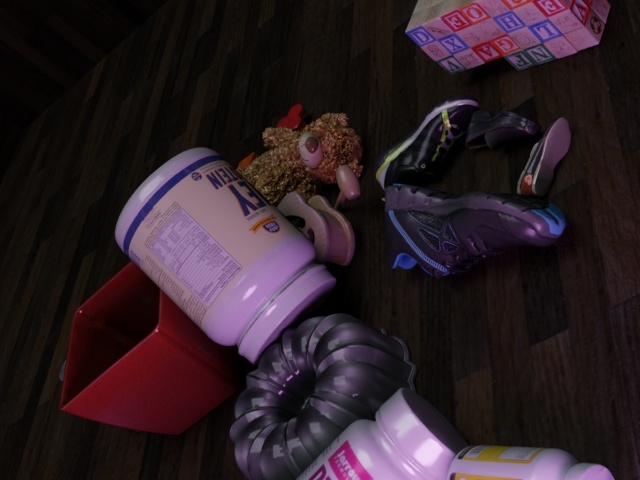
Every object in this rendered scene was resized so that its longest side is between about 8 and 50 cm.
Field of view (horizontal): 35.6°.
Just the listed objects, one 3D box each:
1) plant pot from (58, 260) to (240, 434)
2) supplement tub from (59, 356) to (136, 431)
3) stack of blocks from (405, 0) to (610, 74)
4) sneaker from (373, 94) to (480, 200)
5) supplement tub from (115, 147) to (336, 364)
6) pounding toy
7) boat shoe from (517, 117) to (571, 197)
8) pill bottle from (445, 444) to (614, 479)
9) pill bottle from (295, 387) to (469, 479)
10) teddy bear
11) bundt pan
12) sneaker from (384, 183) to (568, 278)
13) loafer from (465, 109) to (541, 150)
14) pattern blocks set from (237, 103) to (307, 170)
[{"bbox_3d":[-0.293,0.204,1.846,0.267,0.236,0.267,-39,31,22],"label":"plant pot"},{"bbox_3d":[-0.411,0.289,1.955,0.106,0.198,0.106,-36,33,28],"label":"supplement tub"},{"bbox_3d":[0.313,-0.376,1.694,0.297,0.171,0.087,-12,48,50],"label":"stack of blocks"},{"bbox_3d":[0.196,-0.149,1.731,0.235,0.084,0.097,-41,53,24],"label":"sneaker"},{"bbox_3d":[-0.157,0.027,1.678,0.235,0.325,0.235,-45,-12,-12],"label":"supplement tub"},{"bbox_3d":[0.000,0.000,1.828,0.269,0.155,0.154,-44,58,33],"label":"pounding toy"},{"bbox_3d":[0.339,-0.127,1.515,0.043,0.049,0.137,2,64,58],"label":"boat shoe"},{"bbox_3d":[0.240,0.289,1.142,0.184,0.103,0.103,-10,50,50],"label":"pill bottle"},{"bbox_3d":[0.055,0.335,1.291,0.283,0.160,0.160,-47,30,8],"label":"pill bottle"},{"bbox_3d":[-0.075,-0.133,1.994,0.338,0.113,0.245,-10,55,43],"label":"teddy bear"},{"bbox_3d":[-0.015,0.252,1.521,0.331,0.124,0.330,-35,35,29],"label":"bundt pan"},{"bbox_3d":[0.227,-0.007,1.505,0.341,0.125,0.139,7,91,54],"label":"sneaker"},{"bbox_3d":[0.295,-0.173,1.620,0.061,0.062,0.170,-65,21,-5],"label":"loafer"},{"bbox_3d":[-0.099,-0.132,2.139,0.325,0.026,0.285,-48,35,3],"label":"pattern blocks set"}]
